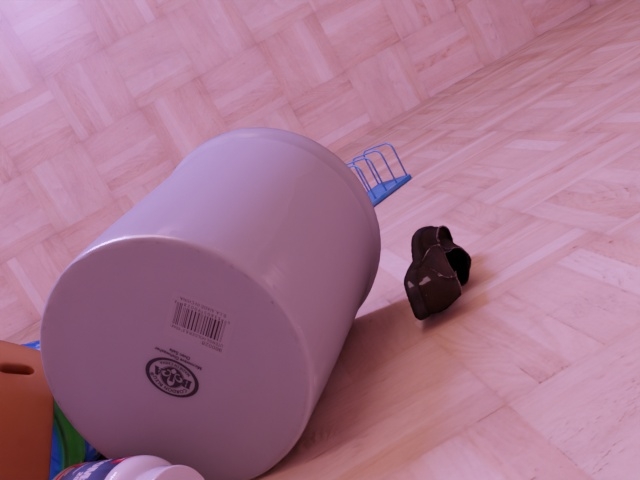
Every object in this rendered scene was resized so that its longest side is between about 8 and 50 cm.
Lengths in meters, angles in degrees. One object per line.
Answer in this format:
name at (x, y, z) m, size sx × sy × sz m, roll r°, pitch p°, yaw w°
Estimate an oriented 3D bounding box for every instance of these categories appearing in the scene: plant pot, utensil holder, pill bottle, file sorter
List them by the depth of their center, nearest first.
pill bottle at (-0.195, 0.273, 0.840) m, size 0.180 × 0.108 × 0.108 m, roll -19°, pitch 15°, yaw 41°
plant pot at (-0.413, 0.223, 0.938) m, size 0.203 × 0.291 × 0.291 m, roll 4°, pitch -1°, yaw -21°
utensil holder at (-0.114, 0.067, 1.026) m, size 0.327 × 0.328 × 0.385 m, roll -25°, pitch 15°, yaw 22°
file sorter at (0.102, -0.141, 1.947) m, size 0.170 × 0.105 × 0.118 m, roll -37°, pitch 13°, yaw -34°

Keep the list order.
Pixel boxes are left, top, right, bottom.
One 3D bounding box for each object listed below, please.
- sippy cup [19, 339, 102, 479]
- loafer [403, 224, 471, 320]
sippy cup at (-0.378, 0.237, 1.212) m, size 0.305 × 0.240 × 0.224 m, roll -6°, pitch 10°, yaw 28°
loafer at (0.165, 0.038, 1.104) m, size 0.078 × 0.080 × 0.220 m, roll -15°, pitch 20°, yaw 18°
